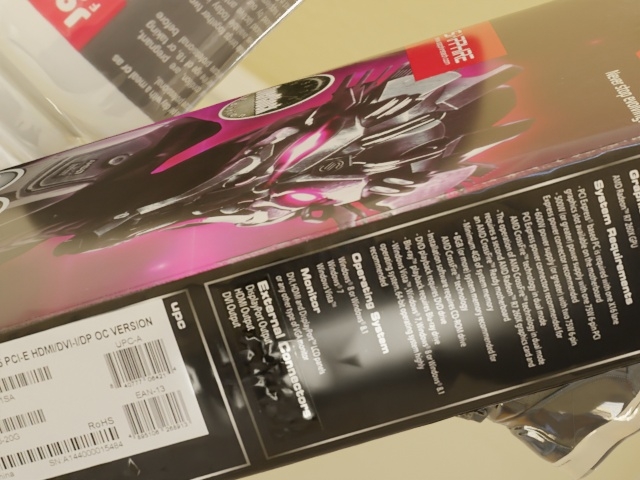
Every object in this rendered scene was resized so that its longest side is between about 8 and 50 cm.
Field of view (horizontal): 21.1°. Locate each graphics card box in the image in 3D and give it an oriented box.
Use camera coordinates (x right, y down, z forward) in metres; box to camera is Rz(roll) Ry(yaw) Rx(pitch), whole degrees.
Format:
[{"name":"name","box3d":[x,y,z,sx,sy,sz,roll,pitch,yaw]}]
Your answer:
[{"name":"graphics card box","box3d":[0.000,0.000,0.718,0.371,0.094,0.233,-17,20,6]}]

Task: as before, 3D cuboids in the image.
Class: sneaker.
[{"name":"sneaker","box3d":[0.143,0.059,1.097,0.086,0.163,0.226,-59,0,-38]}]

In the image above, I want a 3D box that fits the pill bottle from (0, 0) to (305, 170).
[{"name":"pill bottle","box3d":[-0.107,-0.160,0.959,0.318,0.176,0.176,-44,3,2]}]
